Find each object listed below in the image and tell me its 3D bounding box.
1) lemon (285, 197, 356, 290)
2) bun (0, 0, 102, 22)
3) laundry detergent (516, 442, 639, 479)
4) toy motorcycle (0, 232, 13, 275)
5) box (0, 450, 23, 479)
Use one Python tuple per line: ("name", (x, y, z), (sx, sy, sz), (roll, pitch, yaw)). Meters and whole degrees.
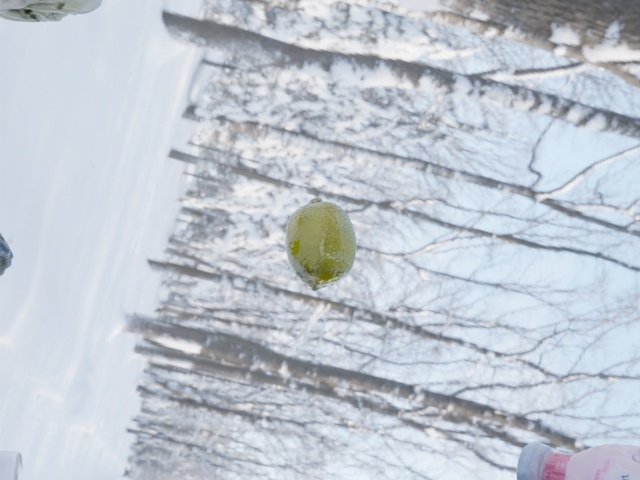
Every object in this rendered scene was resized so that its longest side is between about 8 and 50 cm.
("lemon", (0.000, 0.000, 0.844), (0.082, 0.082, 0.111), (130, -41, -65))
("bun", (-0.349, -0.313, 0.859), (0.237, 0.210, 0.116), (27, -68, 53))
("laundry detergent", (0.439, 0.346, 1.025), (0.335, 0.088, 0.159), (1, -147, 41))
("toy motorcycle", (-0.487, 0.015, 0.820), (0.169, 0.237, 0.410), (57, -17, 12))
("box", (-0.301, 0.349, 0.627), (0.200, 0.106, 0.300), (168, -82, -69))
